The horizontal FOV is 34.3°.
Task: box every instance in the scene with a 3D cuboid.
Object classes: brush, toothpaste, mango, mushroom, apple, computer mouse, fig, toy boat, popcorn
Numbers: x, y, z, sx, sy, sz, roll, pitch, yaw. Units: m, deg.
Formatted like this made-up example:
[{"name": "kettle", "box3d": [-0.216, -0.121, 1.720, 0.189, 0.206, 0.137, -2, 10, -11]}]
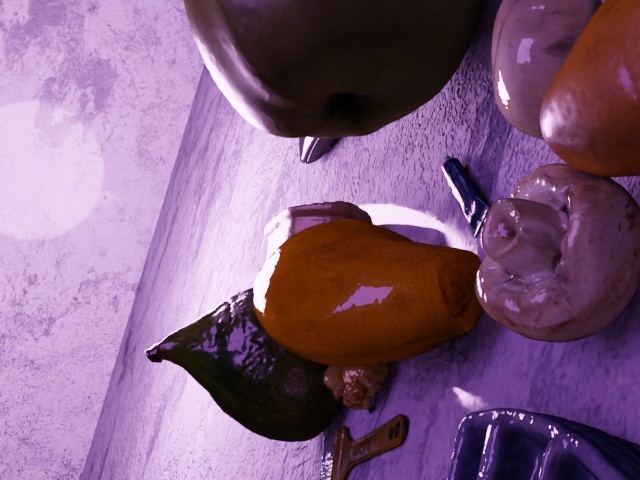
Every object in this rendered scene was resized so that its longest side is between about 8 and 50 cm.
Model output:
[{"name": "brush", "box3d": [0.043, 0.235, 1.160, 0.218, 0.010, 0.082, 136, 145, -57]}, {"name": "toothpaste", "box3d": [0.149, -0.052, 1.079, 0.140, 0.021, 0.037, -107, 30, -56]}, {"name": "mango", "box3d": [0.239, -0.121, 0.712, 0.227, 0.109, 0.147, -26, 63, 54]}, {"name": "mushroom", "box3d": [0.204, -0.158, 0.867, 0.154, 0.123, 0.154, -1, -90, -78]}, {"name": "apple", "box3d": [0.018, -0.294, 1.176, 0.357, 0.357, 0.357, -164, 90, -72]}, {"name": "mushroom", "box3d": [0.180, 0.008, 0.792, 0.148, 0.112, 0.148, -38, 45, 51]}, {"name": "computer mouse", "box3d": [0.015, -0.202, 1.542, 0.232, 0.057, 0.120, 137, 145, -57]}, {"name": "fig", "box3d": [-0.091, 0.137, 1.285, 0.203, 0.235, 0.203, -164, 90, -77]}, {"name": "toy boat", "box3d": [0.172, 0.192, 0.714, 0.283, 0.078, 0.127, -169, 96, -71]}, {"name": "popcorn", "box3d": [0.046, 0.157, 1.160, 0.084, 0.084, 0.084, -164, 90, -72]}, {"name": "toy boat", "box3d": [0.000, 0.000, 1.326, 0.188, 0.116, 0.061, 147, 131, -67]}, {"name": "mango", "box3d": [0.034, 0.053, 1.082, 0.359, 0.187, 0.144, 8, 118, 70]}]
